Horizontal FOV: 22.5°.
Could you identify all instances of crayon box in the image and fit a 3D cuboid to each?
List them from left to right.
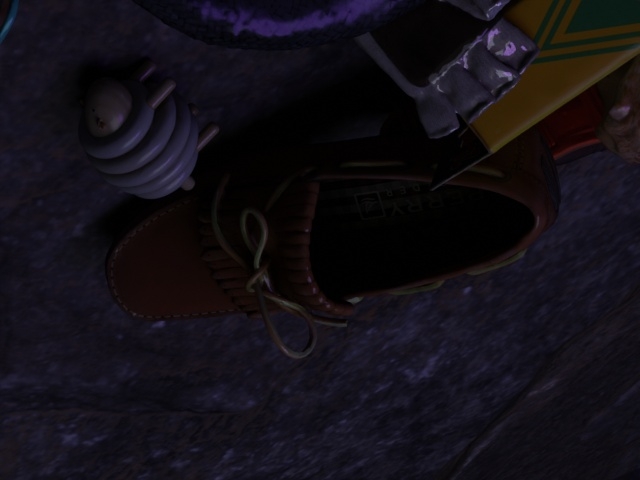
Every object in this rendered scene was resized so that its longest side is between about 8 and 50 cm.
[{"bbox_3d":[0.193,-0.178,1.133,0.318,0.081,0.202,-35,-169,22],"label":"crayon box"}]

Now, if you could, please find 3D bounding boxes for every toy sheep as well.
[{"bbox_3d":[-0.127,-0.075,1.178,0.091,0.091,0.132,-31,135,14],"label":"toy sheep"}]

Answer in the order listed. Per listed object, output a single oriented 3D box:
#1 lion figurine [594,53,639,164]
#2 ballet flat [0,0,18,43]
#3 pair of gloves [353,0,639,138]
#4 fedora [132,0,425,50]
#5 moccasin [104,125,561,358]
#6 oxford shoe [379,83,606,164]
[{"bbox_3d":[0.361,-0.118,1.348,0.240,0.142,0.392,-60,143,-3],"label":"lion figurine"},{"bbox_3d":[-0.291,-0.085,1.032,0.096,0.095,0.280,11,129,-35],"label":"ballet flat"},{"bbox_3d":[0.105,-0.202,1.015,0.240,0.204,0.042,-35,-173,22],"label":"pair of gloves"},{"bbox_3d":[-0.027,-0.187,0.722,0.334,0.153,0.334,-16,154,-8],"label":"fedora"},{"bbox_3d":[0.001,0.003,1.272,0.380,0.139,0.147,-6,-157,17],"label":"moccasin"},{"bbox_3d":[0.168,-0.088,1.389,0.271,0.097,0.098,-11,160,-21],"label":"oxford shoe"}]
